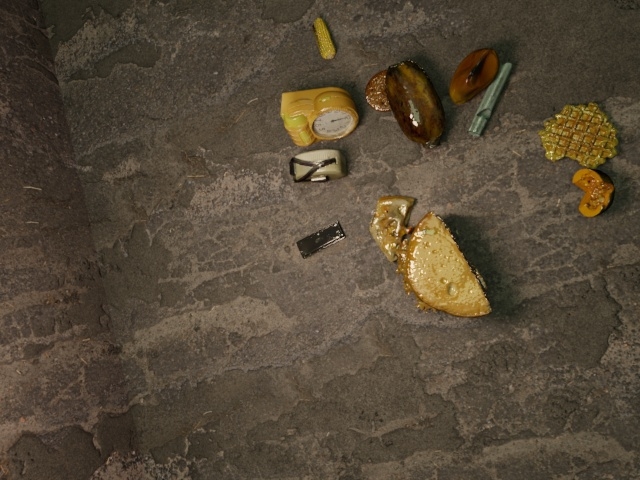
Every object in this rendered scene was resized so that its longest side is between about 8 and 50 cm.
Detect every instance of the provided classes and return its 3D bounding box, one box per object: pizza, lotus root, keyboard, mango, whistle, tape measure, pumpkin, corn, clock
[{"bbox_3d":[0.304,-0.052,1.881,0.189,0.071,0.297,12,92,17],"label":"pizza"},{"bbox_3d":[0.397,-0.566,1.810,0.196,0.179,0.397,-23,89,13],"label":"lotus root"},{"bbox_3d":[0.000,0.000,1.997,0.230,0.025,0.093,-27,79,15],"label":"keyboard"},{"bbox_3d":[0.619,-0.668,1.769,0.136,0.166,0.236,30,105,-25],"label":"mango"},{"bbox_3d":[0.698,-0.580,1.784,0.062,0.062,0.312,26,95,17],"label":"whistle"},{"bbox_3d":[-0.033,-0.314,1.913,0.271,0.231,0.133,-4,89,17],"label":"tape measure"},{"bbox_3d":[1.041,-0.184,1.635,0.108,0.119,0.183,-8,90,-20],"label":"pumpkin"},{"bbox_3d":[0.014,-0.935,2.009,0.072,0.072,0.203,-20,81,16],"label":"corn"},{"bbox_3d":[0.005,-0.554,1.912,0.317,0.244,0.200,-11,69,13],"label":"clock"}]

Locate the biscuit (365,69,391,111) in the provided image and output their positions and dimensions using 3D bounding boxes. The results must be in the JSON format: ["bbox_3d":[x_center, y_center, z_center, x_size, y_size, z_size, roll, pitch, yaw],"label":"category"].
[{"bbox_3d":[0.290,-0.666,1.932,0.188,0.027,0.187,-1,88,17],"label":"biscuit"}]

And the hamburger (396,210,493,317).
[{"bbox_3d":[0.456,0.125,1.722,0.287,0.268,0.445,-29,84,12],"label":"hamburger"}]

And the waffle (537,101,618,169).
[{"bbox_3d":[1.002,-0.397,1.687,0.291,0.051,0.291,0,88,16],"label":"waffle"}]
